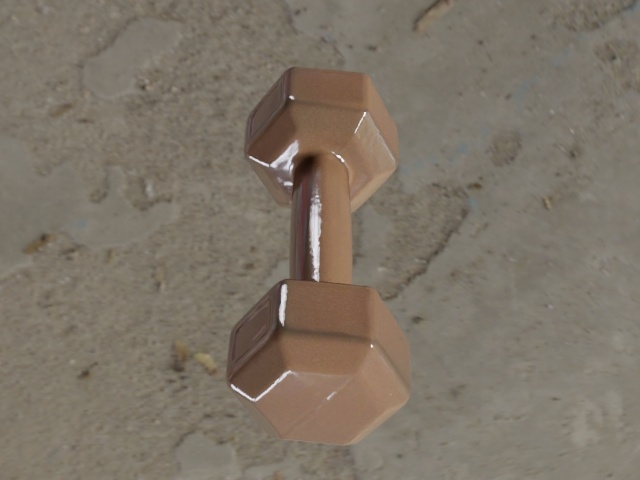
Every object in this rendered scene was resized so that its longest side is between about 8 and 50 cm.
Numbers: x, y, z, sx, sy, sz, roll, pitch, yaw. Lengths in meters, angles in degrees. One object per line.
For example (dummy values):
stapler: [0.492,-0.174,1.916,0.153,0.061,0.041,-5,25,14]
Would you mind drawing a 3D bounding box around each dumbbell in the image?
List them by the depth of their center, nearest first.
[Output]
dumbbell: [0.000,0.000,0.681,0.092,0.082,0.231,-44,30,35]
